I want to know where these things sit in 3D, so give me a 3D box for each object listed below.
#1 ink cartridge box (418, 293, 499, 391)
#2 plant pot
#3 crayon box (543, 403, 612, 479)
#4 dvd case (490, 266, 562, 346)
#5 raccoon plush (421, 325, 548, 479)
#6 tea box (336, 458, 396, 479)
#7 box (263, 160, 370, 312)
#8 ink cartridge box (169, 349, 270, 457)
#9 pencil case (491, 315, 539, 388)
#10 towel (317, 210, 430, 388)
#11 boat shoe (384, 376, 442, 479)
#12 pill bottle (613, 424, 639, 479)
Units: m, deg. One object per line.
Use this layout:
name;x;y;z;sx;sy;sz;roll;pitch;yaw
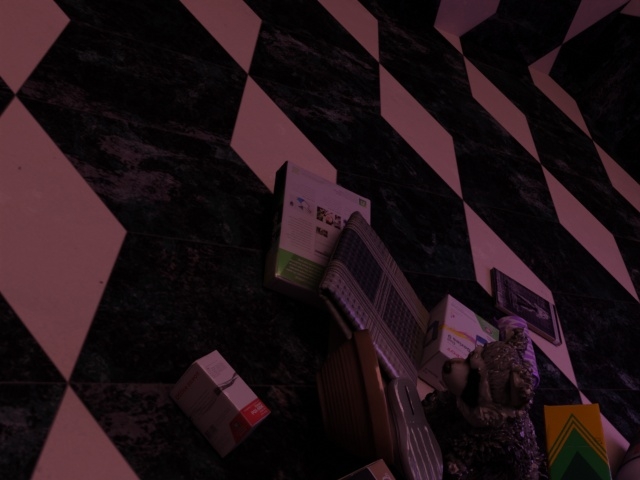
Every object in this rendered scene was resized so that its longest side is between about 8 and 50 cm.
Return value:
ink cartridge box;0.303;0.243;1.735;0.154;0.093;0.212;36;35;-7
plant pot;0.053;0.279;1.380;0.110;0.237;0.237;-9;44;0
crayon box;0.447;0.517;1.337;0.106;0.363;0.313;-4;32;15
dvd case;0.553;0.177;2.132;0.221;0.018;0.164;31;33;-12
raccoon plush;0.395;0.332;1.526;0.446;0.299;0.216;17;38;-31
tea box;0.018;0.512;1.008;0.324;0.220;0.329;-7;55;-48
box;0.000;0.000;1.707;0.232;0.058;0.322;24;45;-23
ink cartridge box;-0.160;0.257;1.249;0.135;0.099;0.056;47;33;11
pencil case;0.460;0.270;1.874;0.088;0.086;0.206;6;36;0
towel;0.115;0.137;1.631;0.324;0.056;0.312;55;28;-18
boat shoe;0.163;0.368;1.460;0.083;0.076;0.226;10;55;-28
pill bottle;0.759;0.536;1.727;0.210;0.210;0.363;48;33;13
